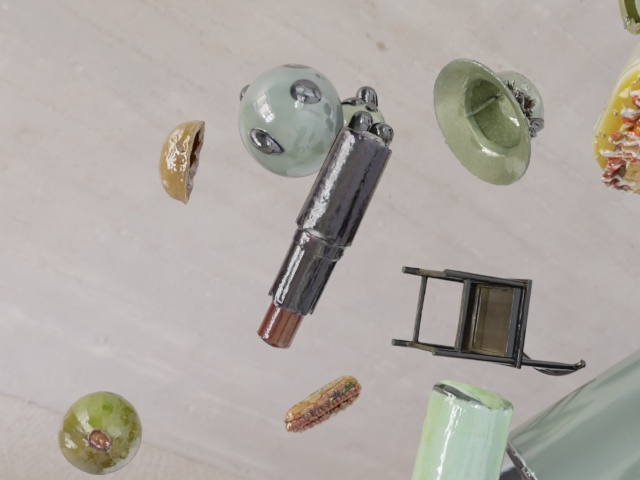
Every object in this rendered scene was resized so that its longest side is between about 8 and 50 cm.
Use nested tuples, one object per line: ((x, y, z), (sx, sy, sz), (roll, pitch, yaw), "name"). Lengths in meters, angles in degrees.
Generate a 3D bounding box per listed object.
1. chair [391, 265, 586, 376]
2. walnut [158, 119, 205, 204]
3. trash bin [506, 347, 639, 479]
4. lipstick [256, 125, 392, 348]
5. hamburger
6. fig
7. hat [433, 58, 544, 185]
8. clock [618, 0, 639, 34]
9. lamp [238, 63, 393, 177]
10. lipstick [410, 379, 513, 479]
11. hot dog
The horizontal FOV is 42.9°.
((0.262, 0.125, 1.246), (0.260, 0.141, 0.154), (10, 176, -22), "chair")
((-0.333, -0.192, 1.908), (0.087, 0.211, 0.167), (12, 165, -4), "walnut")
((0.426, 0.305, 1.158), (0.262, 0.277, 0.217), (-33, 98, 1), "trash bin")
((0.000, 0.000, 1.039), (0.081, 0.081, 0.300), (21, 99, -21), "lipstick")
((0.536, -0.183, 1.222), (0.227, 0.151, 0.295), (6, 139, 1), "hamburger")
((-0.193, 0.171, 0.717), (0.074, 0.074, 0.088), (13, 169, -15), "fig")
((0.344, -0.246, 1.544), (0.130, 0.257, 0.257), (-31, 138, -22), "hat")
((0.500, -0.423, 1.206), (0.057, 0.237, 0.237), (2, 134, 4), "clock")
((-0.013, -0.193, 1.333), (0.243, 0.198, 0.198), (1, 134, -16), "lamp")
((0.099, 0.272, 0.689), (0.076, 0.304, 0.076), (12, 177, 1), "lipstick")
((0.004, 0.265, 1.300), (0.144, 0.038, 0.062), (-27, 128, -21), "hot dog")
